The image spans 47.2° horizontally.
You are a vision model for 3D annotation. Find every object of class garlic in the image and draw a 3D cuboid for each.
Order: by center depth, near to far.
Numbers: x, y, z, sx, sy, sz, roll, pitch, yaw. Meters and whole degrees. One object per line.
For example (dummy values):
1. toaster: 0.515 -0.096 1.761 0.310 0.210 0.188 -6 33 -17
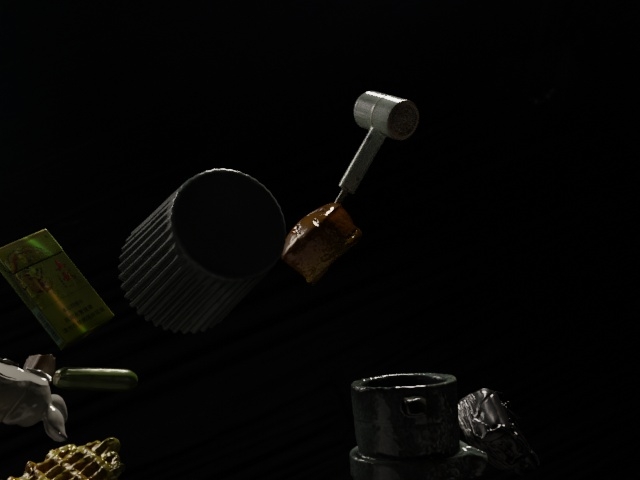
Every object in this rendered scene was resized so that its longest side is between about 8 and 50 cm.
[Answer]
1. garlic: -0.900 0.419 2.332 0.196 0.087 0.101 -19 -121 53

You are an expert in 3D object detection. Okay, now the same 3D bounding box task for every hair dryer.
1. hair dryer: 0.108 -0.229 1.961 0.107 0.357 0.173 30 0 -37

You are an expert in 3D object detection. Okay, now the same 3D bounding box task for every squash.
1. squash: -0.586 0.364 1.920 0.229 0.066 0.066 13 39 -42

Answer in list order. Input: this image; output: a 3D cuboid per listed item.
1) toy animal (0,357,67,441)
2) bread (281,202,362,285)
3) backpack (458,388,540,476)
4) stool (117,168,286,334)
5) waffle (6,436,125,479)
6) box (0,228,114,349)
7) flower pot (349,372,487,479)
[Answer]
1. toy animal: -0.825 0.432 1.993 0.325 0.154 0.208 32 2 -22
2. bread: 0.000 0.000 1.831 0.142 0.195 0.270 47 16 2
3. backpack: 0.459 0.495 1.855 0.258 0.133 0.206 47 14 -27
4. stool: -0.251 0.022 1.592 0.330 0.297 0.297 -36 -105 54
5. waffle: -0.513 0.490 1.377 0.312 0.307 0.060 -111 179 -72
6. box: -0.710 0.125 1.944 0.311 0.043 0.173 51 38 4
7. flower pot: 0.210 0.444 1.599 0.299 0.299 0.282 131 -43 -84
